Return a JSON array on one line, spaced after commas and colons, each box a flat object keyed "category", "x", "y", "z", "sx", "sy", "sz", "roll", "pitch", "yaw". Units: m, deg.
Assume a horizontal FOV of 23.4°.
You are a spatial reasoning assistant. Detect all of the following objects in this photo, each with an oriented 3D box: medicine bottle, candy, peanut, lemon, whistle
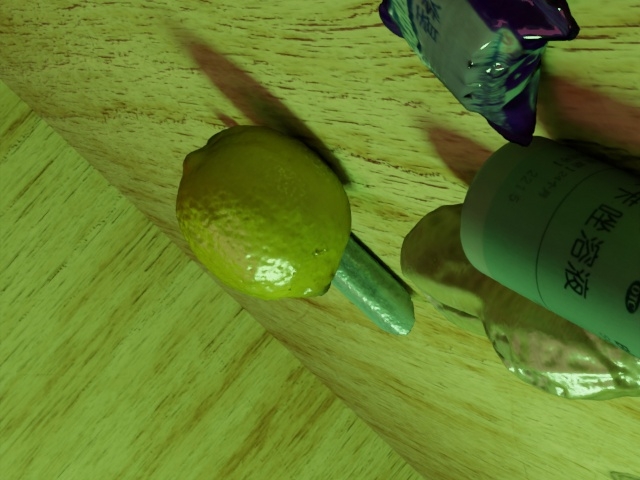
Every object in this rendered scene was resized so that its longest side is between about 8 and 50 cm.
[{"category": "medicine bottle", "x": 0.245, "y": 0.036, "z": 1.000, "sx": 0.352, "sy": 0.110, "sz": 0.110, "roll": 31, "pitch": 166, "yaw": 44}, {"category": "candy", "x": 0.090, "y": -0.137, "z": 0.957, "sx": 0.145, "sy": 0.070, "sz": 0.275, "roll": 46, "pitch": 175, "yaw": 9}, {"category": "peanut", "x": 0.176, "y": 0.047, "z": 1.259, "sx": 0.290, "sy": 0.130, "sz": 0.130, "roll": 31, "pitch": 166, "yaw": 50}, {"category": "lemon", "x": -0.062, "y": -0.029, "z": 1.656, "sx": 0.193, "sy": 0.180, "sz": 0.180, "roll": 19, "pitch": 169, "yaw": -1}, {"category": "whistle", "x": 0.000, "y": 0.000, "z": 1.864, "sx": 0.312, "sy": 0.062, "sz": 0.062, "roll": 43, "pitch": 169, "yaw": -15}]
